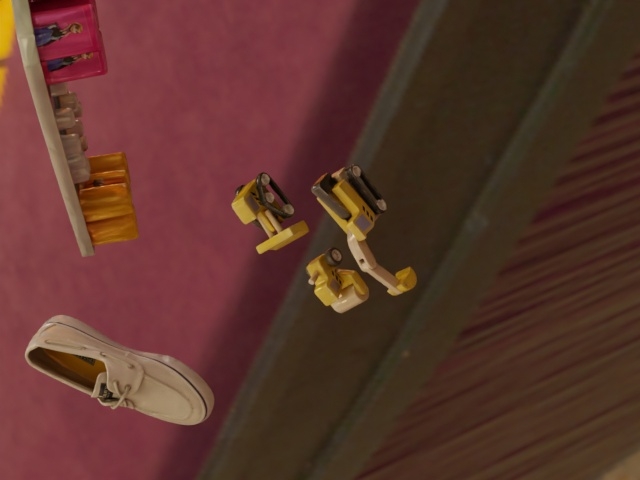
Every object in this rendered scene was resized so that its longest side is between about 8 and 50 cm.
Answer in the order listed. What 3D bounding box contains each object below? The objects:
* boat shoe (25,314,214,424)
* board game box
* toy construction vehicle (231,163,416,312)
[{"bbox_3d":[-0.104,0.071,0.854,0.100,0.035,0.035,26,122,7],"label":"boat shoe"},{"bbox_3d":[-0.191,-0.228,1.179,0.390,0.050,0.390,98,161,-72],"label":"board game box"},{"bbox_3d":[0.000,0.000,0.969,0.086,0.035,0.098,-26,106,41],"label":"toy construction vehicle"}]
